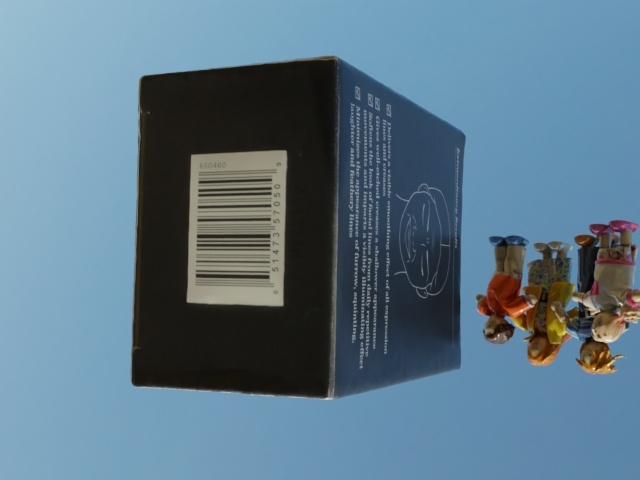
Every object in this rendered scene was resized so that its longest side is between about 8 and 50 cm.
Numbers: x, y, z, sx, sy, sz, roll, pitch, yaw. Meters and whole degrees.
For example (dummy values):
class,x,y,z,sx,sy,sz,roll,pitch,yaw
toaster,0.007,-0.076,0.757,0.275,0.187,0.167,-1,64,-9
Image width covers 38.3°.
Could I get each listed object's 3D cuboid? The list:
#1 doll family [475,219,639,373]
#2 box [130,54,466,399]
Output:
class,x,y,z,sx,sy,sz,roll,pitch,yaw
doll family,0.307,0.077,1.108,0.263,0.118,0.163,-10,-112,56
box,0.000,0.000,0.975,0.212,0.395,0.293,-1,-94,25
